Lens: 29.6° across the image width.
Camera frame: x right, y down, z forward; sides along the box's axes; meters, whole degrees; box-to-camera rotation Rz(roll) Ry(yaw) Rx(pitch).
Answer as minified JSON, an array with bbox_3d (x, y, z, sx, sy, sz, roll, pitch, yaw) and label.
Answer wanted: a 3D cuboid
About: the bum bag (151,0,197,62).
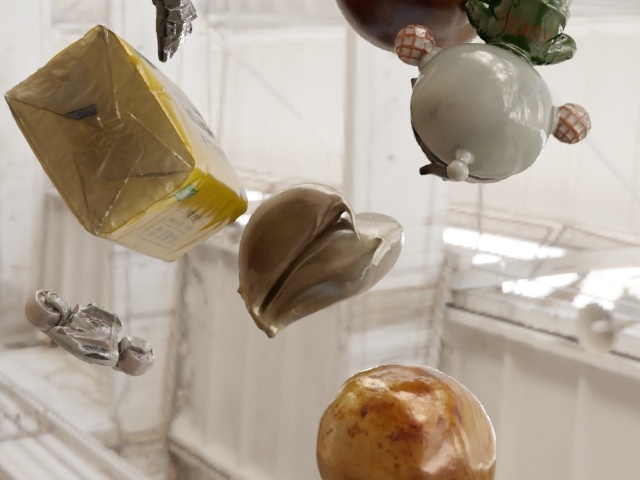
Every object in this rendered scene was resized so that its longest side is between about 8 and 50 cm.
[{"bbox_3d":[-0.272,-0.445,2.228,0.248,0.060,0.123,90,18,-44],"label":"bum bag"}]

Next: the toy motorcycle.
[{"bbox_3d":[-0.414,0.175,2.171,0.112,0.254,0.112,-54,-165,21],"label":"toy motorcycle"}]

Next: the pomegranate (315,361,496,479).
[{"bbox_3d":[0.103,0.269,1.529,0.248,0.248,0.248,15,-73,57],"label":"pomegranate"}]

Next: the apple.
[{"bbox_3d":[0.150,-0.404,1.716,0.317,0.288,0.288,45,35,-81],"label":"apple"}]

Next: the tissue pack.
[{"bbox_3d":[-0.299,-0.144,1.974,0.293,0.228,0.382,57,5,11],"label":"tissue pack"}]

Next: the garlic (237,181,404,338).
[{"bbox_3d":[0.000,0.000,2.112,0.340,0.246,0.231,-33,-91,49],"label":"garlic"}]

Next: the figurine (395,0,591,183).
[{"bbox_3d":[0.237,-0.226,1.563,0.370,0.281,0.167,-63,-179,-12],"label":"figurine"}]
